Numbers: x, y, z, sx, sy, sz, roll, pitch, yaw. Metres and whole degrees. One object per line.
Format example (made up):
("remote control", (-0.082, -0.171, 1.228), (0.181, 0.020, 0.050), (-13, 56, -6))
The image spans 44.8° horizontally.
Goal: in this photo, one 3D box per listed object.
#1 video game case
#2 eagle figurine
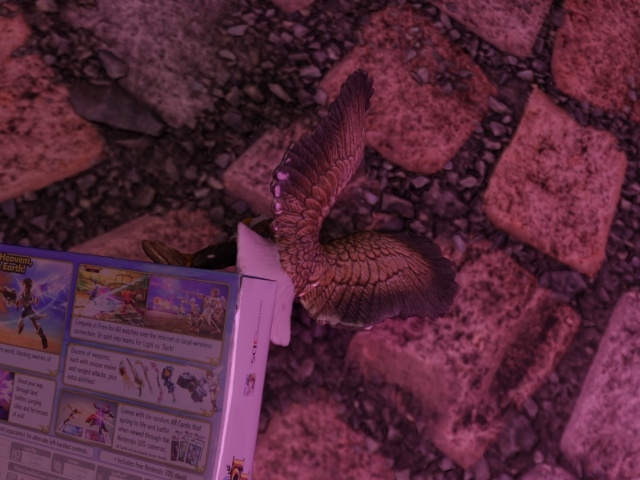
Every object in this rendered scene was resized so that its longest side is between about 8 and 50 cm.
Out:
("video game case", (-0.174, 0.133, 0.588), (0.269, 0.061, 0.244), (6, 88, 25))
("eagle figurine", (-0.006, -0.006, 0.737), (0.298, 0.226, 0.225), (-27, 57, -17))
